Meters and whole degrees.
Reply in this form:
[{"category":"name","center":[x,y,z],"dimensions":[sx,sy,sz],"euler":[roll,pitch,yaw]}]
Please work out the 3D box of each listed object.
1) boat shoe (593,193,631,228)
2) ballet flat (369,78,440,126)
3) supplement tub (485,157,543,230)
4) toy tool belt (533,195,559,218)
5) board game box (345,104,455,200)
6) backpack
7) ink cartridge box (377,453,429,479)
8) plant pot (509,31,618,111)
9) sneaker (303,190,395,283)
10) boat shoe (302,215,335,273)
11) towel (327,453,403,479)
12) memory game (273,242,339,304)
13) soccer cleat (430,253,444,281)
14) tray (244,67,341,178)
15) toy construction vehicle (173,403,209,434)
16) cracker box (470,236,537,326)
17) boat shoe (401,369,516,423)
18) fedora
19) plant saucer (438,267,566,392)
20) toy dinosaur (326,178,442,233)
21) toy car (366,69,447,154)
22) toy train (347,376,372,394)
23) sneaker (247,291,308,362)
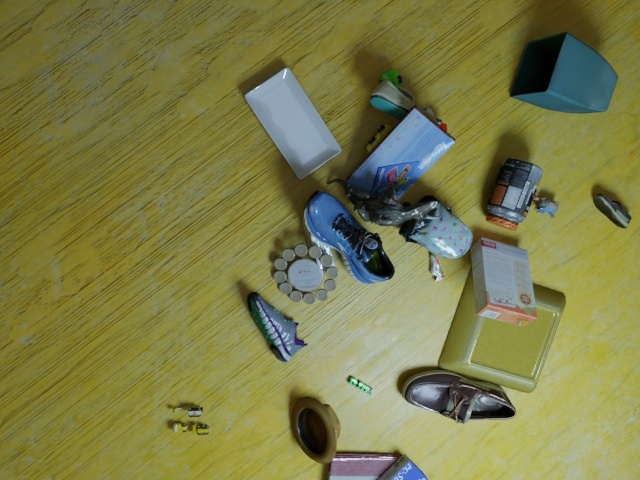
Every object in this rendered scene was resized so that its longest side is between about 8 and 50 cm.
[{"category":"boat shoe","center":[0.886,-0.097,1.742],"dimensions":[0.152,0.056,0.049],"euler":[40,84,-21]},{"category":"ballet flat","center":[0.248,-0.344,1.534],"dimensions":[0.248,0.086,0.086],"euler":[34,90,-11]},{"category":"supplement tub","center":[0.549,-0.131,1.643],"dimensions":[0.117,0.117,0.190],"euler":[19,94,-12]},{"category":"toy tool belt","center":[0.662,-0.098,1.700],"dimensions":[0.083,0.052,0.051],"euler":[15,85,-11]},{"category":"board game box","center":[0.212,-0.215,1.548],"dimensions":[0.145,0.027,0.281],"euler":[38,121,-11]},{"category":"backpack","center":[0.334,-0.023,1.618],"dimensions":[0.182,0.115,0.152],"euler":[38,89,-12]},{"category":"ink cartridge box","center":[0.209,0.738,1.688],"dimensions":[0.207,0.046,0.097],"euler":[-43,106,-4]},{"category":"plant pot","center":[0.699,-0.450,1.615],"dimensions":[0.234,0.165,0.165],"euler":[16,94,-19]},{"category":"sneaker","center":[0.090,-0.011,1.529],"dimensions":[0.330,0.147,0.129],"euler":[46,66,-24]},{"category":"boat shoe","center":[0.000,0.000,1.590],"dimensions":[0.063,0.066,0.184],"euler":[-19,99,-18]},{"category":"towel","center":[0.121,0.794,1.720],"dimensions":[0.237,0.037,0.328],"euler":[6,97,-13]},{"category":"memory game","center":[-0.040,0.093,1.585],"dimensions":[0.186,0.012,0.186],"euler":[3,111,8]},{"category":"soccer cleat","center":[0.333,0.081,1.675],"dimensions":[0.036,0.029,0.083],"euler":[-26,105,-10]},{"category":"tray","center":[-0.073,-0.315,1.556],"dimensions":[0.145,0.030,0.270],"euler":[-35,101,-4]},{"category":"toy construction vehicle","center":[-0.361,0.500,1.603],"dimensions":[0.098,0.035,0.085],"euler":[0,108,-7]},{"category":"cracker box","center":[0.515,0.115,1.626],"dimensions":[0.156,0.067,0.232],"euler":[15,53,-11]},{"category":"boat shoe","center":[0.411,0.470,1.680],"dimensions":[0.342,0.123,0.123],"euler":[14,101,-13]},{"category":"fedora","center":[0.000,0.528,1.625],"dimensions":[0.079,0.194,0.194],"euler":[-13,101,-45]},{"category":"plant saucer","center":[0.561,0.278,1.713],"dimensions":[0.333,0.081,0.332],"euler":[17,93,-11]},{"category":"toy dinosaur","center":[0.150,-0.084,1.542],"dimensions":[0.314,0.160,0.120],"euler":[12,79,30]},{"category":"toy car","center":[0.215,-0.358,1.590],"dimensions":[0.239,0.053,0.224],"euler":[-18,99,-8]},{"category":"toy train","center":[0.118,0.426,1.684],"dimensions":[0.083,0.017,0.023],"euler":[32,80,-12]},{"category":"sneaker","center":[-0.121,0.225,1.600],"dimensions":[0.098,0.083,0.223],"euler":[-33,106,-26]}]
